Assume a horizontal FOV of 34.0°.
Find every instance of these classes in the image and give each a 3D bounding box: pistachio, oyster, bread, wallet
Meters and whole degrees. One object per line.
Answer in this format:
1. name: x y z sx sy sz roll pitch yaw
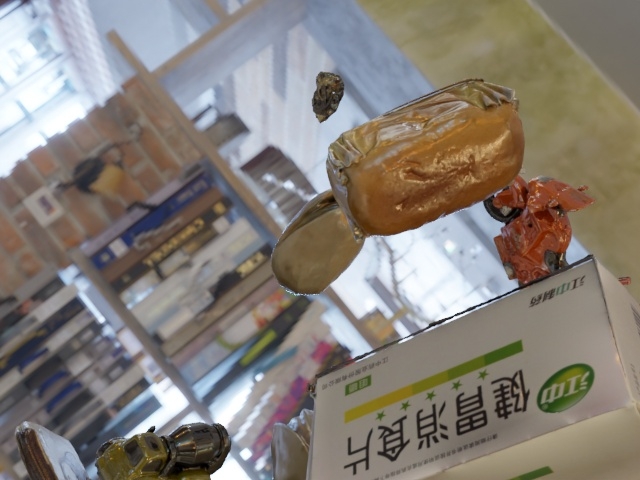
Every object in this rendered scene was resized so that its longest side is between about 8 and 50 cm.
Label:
1. pistachio: 0.000 0.000 1.925 0.153 0.238 0.137 13 32 -50
2. oyster: 0.008 -0.229 1.685 0.054 0.083 0.019 17 11 24
3. bread: 0.133 -0.098 1.291 0.107 0.241 0.136 -124 -166 -51
4. wallet: -0.285 0.377 1.301 0.335 0.068 0.275 64 -12 7
5. pistachio: -0.005 0.289 1.332 0.135 0.136 0.226 56 -1 -19

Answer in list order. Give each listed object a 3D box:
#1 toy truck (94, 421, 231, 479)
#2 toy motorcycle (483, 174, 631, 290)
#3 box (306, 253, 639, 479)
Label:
1. toy truck: -0.274 0.388 1.851 0.224 0.165 0.147 12 33 -46
2. toy motorcycle: 0.435 0.014 1.964 0.221 0.148 0.325 -20 -87 46
3. box: 0.150 0.174 0.969 0.145 0.333 0.173 49 27 -32
